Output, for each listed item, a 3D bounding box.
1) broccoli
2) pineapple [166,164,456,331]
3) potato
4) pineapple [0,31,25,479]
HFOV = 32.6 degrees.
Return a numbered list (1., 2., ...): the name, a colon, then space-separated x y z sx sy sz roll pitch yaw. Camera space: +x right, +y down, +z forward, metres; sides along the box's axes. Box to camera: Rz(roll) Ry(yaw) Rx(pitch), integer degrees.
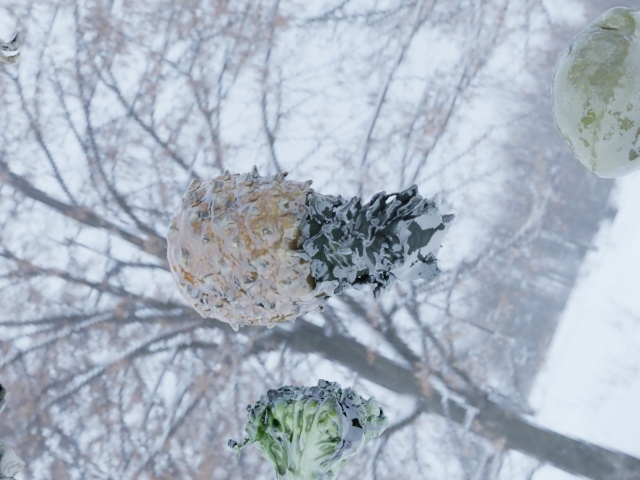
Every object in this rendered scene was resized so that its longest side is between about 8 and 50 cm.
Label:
1. broccoli: -0.024 0.316 1.298 0.145 0.165 0.304 33 -113 -55
2. pineapple: 0.000 0.000 0.999 0.158 0.279 0.157 12 -105 -57
3. potato: 0.374 -0.187 1.370 0.178 0.160 0.235 52 -137 -48
4. pineapple: -0.224 0.036 0.506 0.271 0.262 0.262 67 -167 6
